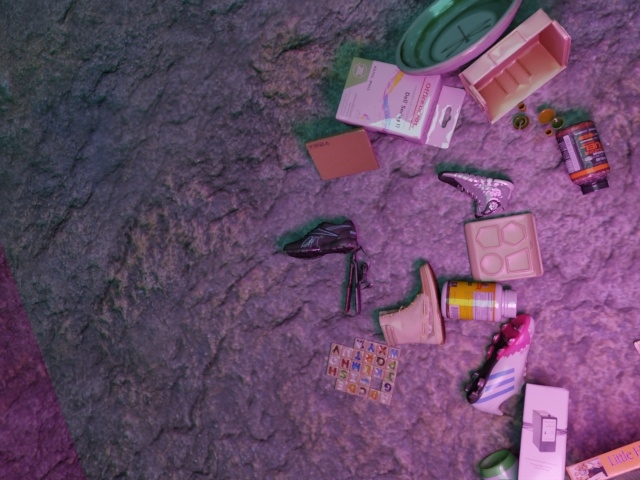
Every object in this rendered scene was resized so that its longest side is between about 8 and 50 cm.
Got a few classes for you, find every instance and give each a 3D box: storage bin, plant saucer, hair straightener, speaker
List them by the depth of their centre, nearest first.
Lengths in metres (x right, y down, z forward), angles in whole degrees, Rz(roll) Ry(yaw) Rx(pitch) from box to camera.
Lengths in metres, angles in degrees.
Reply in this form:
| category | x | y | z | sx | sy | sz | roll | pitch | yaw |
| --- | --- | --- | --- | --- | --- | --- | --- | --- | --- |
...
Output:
| category | x | y | z | sx | sy | sz | roll | pitch | yaw |
| --- | --- | --- | --- | --- | --- | --- | --- | --- | --- |
| storage bin | 0.541 | -0.478 | 1.489 | 0.262 | 0.260 | 0.123 | -38 | 77 | 18 |
| plant saucer | 0.406 | -0.599 | 1.533 | 0.400 | 0.400 | 0.100 | -35 | 125 | 18 |
| speaker | 0.607 | 0.789 | 1.600 | 0.131 | 0.131 | 0.296 | -35 | 81 | 18 |
| hair straightener | 0.135 | 0.135 | 1.782 | 0.089 | 0.047 | 0.230 | 6 | 90 | 19 |

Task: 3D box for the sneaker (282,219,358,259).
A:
| category | x | y | z | sx | sy | sz | roll | pitch | yaw |
| --- | --- | --- | --- | --- | --- | --- | --- | --- | --- |
| sneaker | 0.000 | 0.000 | 1.805 | 0.268 | 0.101 | 0.106 | -9 | 70 | 18 |

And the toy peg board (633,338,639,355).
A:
| category | x | y | z | sx | sy | sz | roll | pitch | yaw |
| --- | --- | --- | --- | --- | --- | --- | --- | --- | --- |
| toy peg board | 0.987 | 0.330 | 1.465 | 0.161 | 0.079 | 0.160 | -28 | 84 | 18 |

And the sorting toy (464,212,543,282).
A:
| category | x | y | z | sx | sy | sz | roll | pitch | yaw |
| --- | --- | --- | --- | --- | --- | --- | --- | --- | --- |
| sorting toy | 0.557 | 0.026 | 1.628 | 0.208 | 0.038 | 0.192 | -9 | 90 | 24 |

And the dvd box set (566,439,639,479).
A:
| category | x | y | z | sx | sy | sz | roll | pitch | yaw |
| --- | --- | --- | --- | --- | --- | --- | --- | --- | --- |
| dvd box set | 0.887 | 0.568 | 1.406 | 0.421 | 0.308 | 0.062 | -31 | 51 | 19 |

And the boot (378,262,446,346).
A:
| category | x | y | z | sx | sy | sz | roll | pitch | yaw |
| --- | --- | --- | --- | --- | --- | --- | --- | --- | --- |
| boot | 0.282 | 0.210 | 1.704 | 0.204 | 0.095 | 0.261 | -8 | 94 | 21 |

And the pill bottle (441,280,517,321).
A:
| category | x | y | z | sx | sy | sz | roll | pitch | yaw |
| --- | --- | --- | --- | --- | --- | --- | --- | --- | --- |
| pill bottle | 0.480 | 0.185 | 1.617 | 0.215 | 0.117 | 0.117 | 2 | 94 | 19 |

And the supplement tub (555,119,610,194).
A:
| category | x | y | z | sx | sy | sz | roll | pitch | yaw |
| --- | --- | --- | --- | --- | --- | --- | --- | --- | --- |
| supplement tub | 0.748 | -0.231 | 1.508 | 0.106 | 0.106 | 0.197 | -20 | 87 | 19 |

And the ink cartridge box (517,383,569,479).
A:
| category | x | y | z | sx | sy | sz | roll | pitch | yaw |
| --- | --- | --- | --- | --- | --- | --- | --- | --- | --- |
| ink cartridge box | 0.620 | 0.560 | 1.492 | 0.115 | 0.198 | 0.272 | 5 | 66 | 22 |

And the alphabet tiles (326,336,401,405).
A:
| category | x | y | z | sx | sy | sz | roll | pitch | yaw |
| --- | --- | --- | --- | --- | --- | --- | --- | --- | --- |
| alphabet tiles | 0.140 | 0.432 | 1.809 | 0.237 | 0.009 | 0.198 | 12 | 97 | 18 |

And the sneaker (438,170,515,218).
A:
| category | x | y | z | sx | sy | sz | roll | pitch | yaw |
| --- | --- | --- | --- | --- | --- | --- | --- | --- | --- |
| sneaker | 0.463 | -0.136 | 1.626 | 0.229 | 0.086 | 0.132 | 12 | 99 | 18 |

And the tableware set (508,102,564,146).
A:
| category | x | y | z | sx | sy | sz | roll | pitch | yaw |
| --- | --- | --- | --- | --- | --- | --- | --- | --- | --- |
| tableware set | 0.626 | -0.348 | 1.552 | 0.104 | 0.024 | 0.154 | -48 | 49 | 16 |

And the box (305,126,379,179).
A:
| category | x | y | z | sx | sy | sz | roll | pitch | yaw |
| --- | --- | --- | --- | --- | --- | --- | --- | --- | --- |
| box | 0.072 | -0.277 | 1.733 | 0.201 | 0.164 | 0.021 | -10 | 46 | 19 |

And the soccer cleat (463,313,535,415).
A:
| category | x | y | z | sx | sy | sz | roll | pitch | yaw |
| --- | --- | --- | --- | --- | --- | --- | --- | --- | --- |
| soccer cleat | 0.570 | 0.378 | 1.613 | 0.143 | 0.116 | 0.331 | 29 | 100 | -7 |

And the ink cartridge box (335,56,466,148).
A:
| category | x | y | z | sx | sy | sz | roll | pitch | yaw |
| --- | --- | --- | --- | --- | --- | --- | --- | --- | --- |
| ink cartridge box | 0.250 | -0.427 | 1.663 | 0.354 | 0.119 | 0.207 | 18 | 96 | 18 |
